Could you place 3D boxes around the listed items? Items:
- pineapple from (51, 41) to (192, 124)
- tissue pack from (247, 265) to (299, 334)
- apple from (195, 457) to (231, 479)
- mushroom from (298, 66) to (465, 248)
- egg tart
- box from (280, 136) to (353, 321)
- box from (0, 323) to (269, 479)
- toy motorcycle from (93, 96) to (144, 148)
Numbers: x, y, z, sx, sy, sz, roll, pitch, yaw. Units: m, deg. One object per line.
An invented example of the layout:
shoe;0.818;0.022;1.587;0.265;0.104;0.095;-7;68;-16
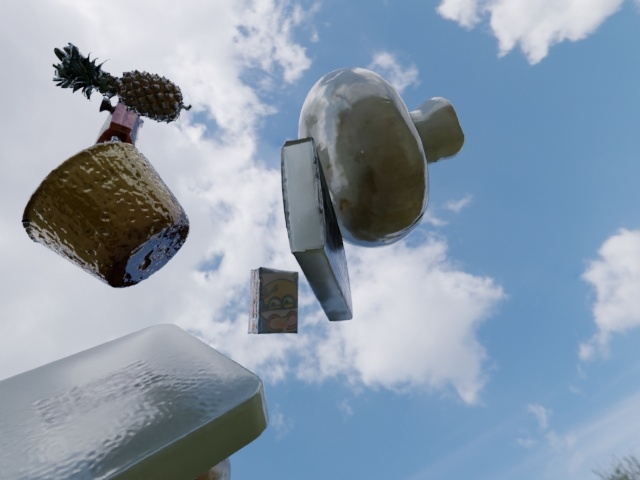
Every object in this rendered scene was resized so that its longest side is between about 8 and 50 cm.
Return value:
pineapple;-0.335;-0.264;0.721;0.222;0.103;0.083;13;-86;-25
tissue pack;-0.112;0.145;0.996;0.116;0.065;0.154;10;-103;-37
apple;-0.382;0.538;0.867;0.375;0.374;0.383;3;-77;-23
mushroom;0.088;-0.114;0.563;0.244;0.243;0.243;-8;-66;-19
egg tart;-0.297;-0.025;0.611;0.147;0.202;0.202;44;-89;7
box;0.000;0.000;0.413;0.036;0.115;0.177;-11;-30;6
box;-0.315;0.258;0.604;0.373;0.368;0.090;-19;-71;-39
toy motorcycle;-0.469;-0.233;0.964;0.089;0.297;0.171;12;-47;-21
